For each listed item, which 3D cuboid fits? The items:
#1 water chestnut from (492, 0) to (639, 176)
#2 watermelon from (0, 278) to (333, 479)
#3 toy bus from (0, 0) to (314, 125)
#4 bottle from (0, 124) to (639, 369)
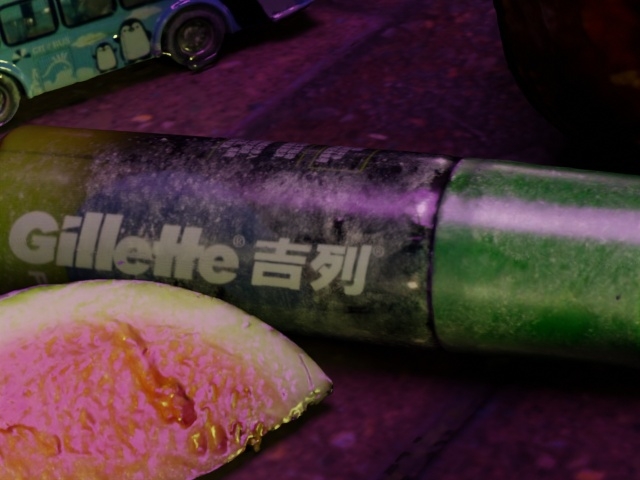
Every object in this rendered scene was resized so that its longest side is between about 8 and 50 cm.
[{"bbox_3d":[0.196,-0.172,0.832,0.289,0.289,0.244,-32,65,-31],"label":"water chestnut"},{"bbox_3d":[-0.122,0.080,0.723,0.245,0.063,0.119,-17,53,-21],"label":"watermelon"},{"bbox_3d":[-0.156,-0.165,1.019,0.297,0.131,0.106,-20,35,-17],"label":"toy bus"},{"bbox_3d":[0.000,0.000,0.771,0.330,0.093,0.093,5,36,20],"label":"bottle"}]
